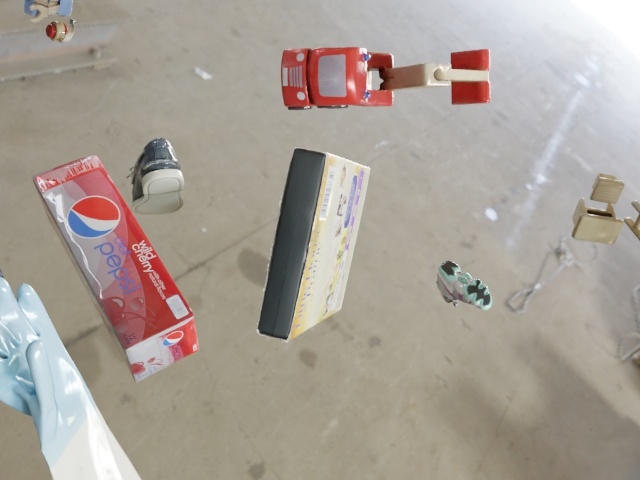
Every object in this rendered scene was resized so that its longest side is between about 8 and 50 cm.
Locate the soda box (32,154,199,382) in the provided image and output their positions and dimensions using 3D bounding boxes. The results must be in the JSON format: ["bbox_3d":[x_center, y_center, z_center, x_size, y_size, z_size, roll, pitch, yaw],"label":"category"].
[{"bbox_3d":[-0.238,0.026,0.909,0.083,0.092,0.263,-26,63,-19],"label":"soda box"}]

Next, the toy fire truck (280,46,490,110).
[{"bbox_3d":[0.062,-0.133,0.643,0.135,0.047,0.192,2,10,21],"label":"toy fire truck"}]

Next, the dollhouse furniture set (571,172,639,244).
[{"bbox_3d":[0.413,-0.057,0.949,0.160,0.182,0.101,9,39,0],"label":"dollhouse furniture set"}]

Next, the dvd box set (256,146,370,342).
[{"bbox_3d":[0.000,0.000,1.412,0.062,0.308,0.420,12,5,12],"label":"dvd box set"}]

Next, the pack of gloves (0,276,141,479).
[{"bbox_3d":[-0.195,0.152,0.506,0.232,0.046,0.195,69,28,-25],"label":"pack of gloves"}]

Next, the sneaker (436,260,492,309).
[{"bbox_3d":[0.208,0.080,1.150,0.038,0.069,0.098,-27,55,-25],"label":"sneaker"}]

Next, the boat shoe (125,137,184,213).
[{"bbox_3d":[-0.286,-0.103,1.354,0.095,0.254,0.079,-7,78,-13],"label":"boat shoe"}]

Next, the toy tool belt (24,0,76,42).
[{"bbox_3d":[-0.263,-0.232,0.742,0.052,0.083,0.051,27,24,37],"label":"toy tool belt"}]

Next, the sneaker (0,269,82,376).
[{"bbox_3d":[-0.338,0.089,0.823,0.216,0.121,0.079,12,-12,12],"label":"sneaker"}]
